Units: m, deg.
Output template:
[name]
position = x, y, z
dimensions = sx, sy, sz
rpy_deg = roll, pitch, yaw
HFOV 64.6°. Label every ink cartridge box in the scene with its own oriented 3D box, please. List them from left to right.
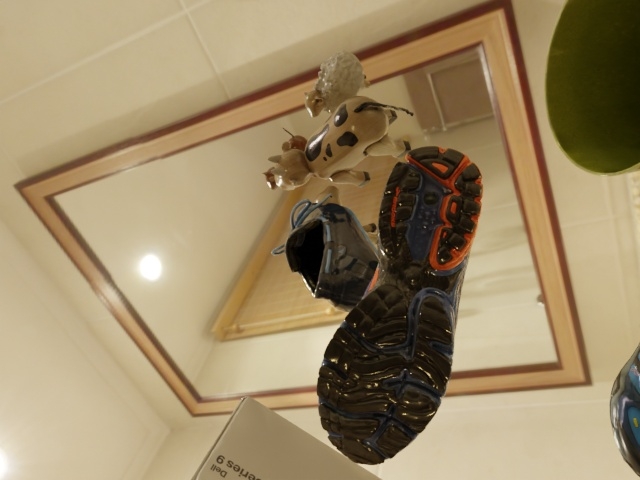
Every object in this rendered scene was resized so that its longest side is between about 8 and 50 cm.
[ink cartridge box]
position = -0.062, 0.333, 0.519
dimensions = 0.211, 0.289, 0.121
rpy_deg = 31, -151, 2

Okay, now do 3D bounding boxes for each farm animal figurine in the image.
[farm animal figurine]
position = 0.013, -0.115, 0.866
dimensions = 0.172, 0.327, 0.330
rpy_deg = 3, -135, -43

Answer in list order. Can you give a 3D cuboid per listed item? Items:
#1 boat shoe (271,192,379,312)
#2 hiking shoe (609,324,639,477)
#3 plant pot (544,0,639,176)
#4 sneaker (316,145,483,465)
[boat shoe]
position = 0.000, 0.000, 0.608
dimensions = 0.258, 0.089, 0.109
rpy_deg = -141, 64, -67
[hiking shoe]
position = 0.507, 0.194, 0.728
dimensions = 0.132, 0.113, 0.304
rpy_deg = 72, -142, -69
[plant pot]
position = 0.499, -0.228, 0.646
dimensions = 0.275, 0.293, 0.274
rpy_deg = 175, 90, -82
[sneaker]
position = 0.066, 0.049, 0.360
dimensions = 0.221, 0.083, 0.087
rpy_deg = -68, -22, -6
